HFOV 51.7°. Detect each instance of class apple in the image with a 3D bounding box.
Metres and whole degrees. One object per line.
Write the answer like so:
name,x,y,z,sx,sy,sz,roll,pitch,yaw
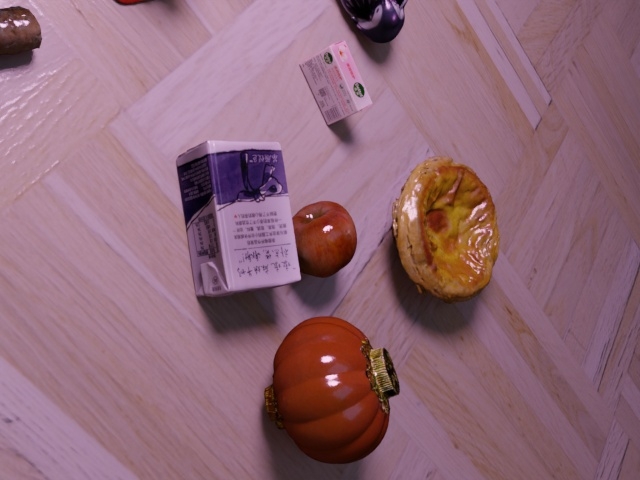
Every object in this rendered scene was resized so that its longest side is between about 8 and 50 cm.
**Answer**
apple,0.003,-0.001,1.079,0.126,0.126,0.102,-48,128,-35

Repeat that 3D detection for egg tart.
egg tart,0.229,-0.019,1.276,0.294,0.116,0.295,6,80,-39

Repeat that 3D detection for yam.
yam,-0.465,-0.224,0.776,0.274,0.061,0.061,-32,102,-38

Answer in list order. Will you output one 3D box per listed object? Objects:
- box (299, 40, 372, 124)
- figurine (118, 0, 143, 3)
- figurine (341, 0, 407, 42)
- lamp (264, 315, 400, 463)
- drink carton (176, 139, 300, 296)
box,0.027,-0.279,1.174,0.043,0.089,0.125,-34,105,-39
figurine,-0.213,-0.473,0.922,0.160,0.226,0.183,-31,102,-40
figurine,0.092,-0.485,1.258,0.145,0.145,0.222,-7,75,-40
lamp,0.016,0.224,0.998,0.223,0.196,0.223,-19,90,-79
drink carton,-0.122,-0.032,0.995,0.134,0.102,0.222,-6,85,-42
